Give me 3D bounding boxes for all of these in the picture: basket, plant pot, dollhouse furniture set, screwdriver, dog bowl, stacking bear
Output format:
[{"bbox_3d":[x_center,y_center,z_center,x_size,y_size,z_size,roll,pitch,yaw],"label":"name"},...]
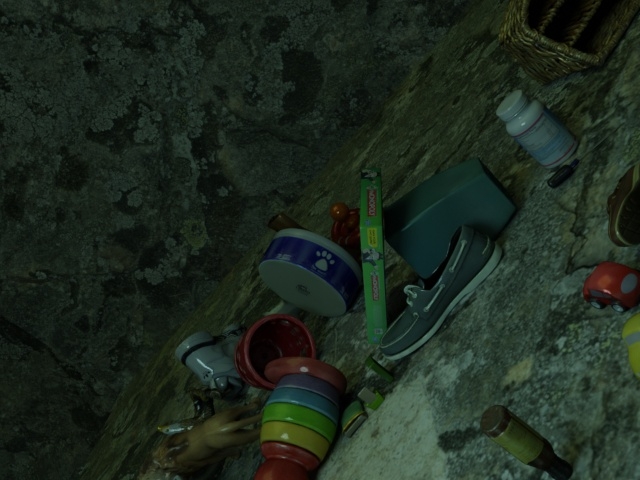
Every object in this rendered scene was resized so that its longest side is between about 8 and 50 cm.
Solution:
[{"bbox_3d":[0.589,-0.554,1.531,0.299,0.213,0.223,-54,14,-10],"label":"basket"},{"bbox_3d":[-0.129,0.296,1.683,0.191,0.191,0.174,-59,11,-27],"label":"plant pot"},{"bbox_3d":[0.074,0.308,1.285,0.151,0.058,0.076,-50,14,4],"label":"dollhouse furniture set"},{"bbox_3d":[0.497,-0.163,1.232,0.170,0.024,0.025,-46,43,12],"label":"screwdriver"},{"bbox_3d":[0.276,-0.050,1.369,0.234,0.165,0.165,-40,17,20],"label":"plant pot"},{"bbox_3d":[-0.027,0.089,1.726,0.265,0.265,0.104,-27,31,58],"label":"dog bowl"},{"bbox_3d":[-0.053,0.394,1.296,0.164,0.175,0.289,-44,23,53],"label":"stacking bear"}]

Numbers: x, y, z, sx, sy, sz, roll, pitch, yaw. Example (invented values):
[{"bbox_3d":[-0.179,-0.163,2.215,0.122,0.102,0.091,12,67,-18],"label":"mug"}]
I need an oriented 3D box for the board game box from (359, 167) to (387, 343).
[{"bbox_3d":[0.115,0.035,1.391,0.213,0.046,0.317,-86,-8,-52],"label":"board game box"}]

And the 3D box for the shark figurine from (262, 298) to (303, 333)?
[{"bbox_3d":[-0.119,0.254,1.955,0.278,0.116,0.166,-41,-18,6],"label":"shark figurine"}]

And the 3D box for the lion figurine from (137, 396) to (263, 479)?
[{"bbox_3d":[-0.259,0.473,1.544,0.240,0.142,0.392,0,-40,-47],"label":"lion figurine"}]

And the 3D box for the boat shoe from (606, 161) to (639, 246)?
[{"bbox_3d":[0.464,-0.049,0.977,0.178,0.064,0.060,-53,8,-35],"label":"boat shoe"}]

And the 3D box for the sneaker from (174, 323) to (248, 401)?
[{"bbox_3d":[-0.290,0.389,2.073,0.137,0.210,0.366,-46,-19,16],"label":"sneaker"}]

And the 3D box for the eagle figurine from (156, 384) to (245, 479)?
[{"bbox_3d":[-0.345,0.556,1.803,0.226,0.225,0.298,43,-133,-66],"label":"eagle figurine"}]

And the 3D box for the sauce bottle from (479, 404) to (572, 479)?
[{"bbox_3d":[0.246,0.244,0.772,0.042,0.128,0.042,-47,14,15],"label":"sauce bottle"}]

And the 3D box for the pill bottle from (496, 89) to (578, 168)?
[{"bbox_3d":[0.431,-0.224,1.304,0.087,0.160,0.087,-47,15,16],"label":"pill bottle"}]

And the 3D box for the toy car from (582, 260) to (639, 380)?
[{"bbox_3d":[0.443,0.042,0.822,0.225,0.053,0.239,-46,15,20],"label":"toy car"}]

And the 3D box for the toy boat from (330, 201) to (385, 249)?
[{"bbox_3d":[0.092,-0.057,1.952,0.151,0.151,0.231,-54,15,-13],"label":"toy boat"}]

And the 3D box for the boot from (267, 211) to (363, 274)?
[{"bbox_3d":[0.000,0.000,1.827,0.096,0.280,0.264,-54,14,-11],"label":"boot"}]

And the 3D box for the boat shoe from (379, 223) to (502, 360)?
[{"bbox_3d":[0.213,0.101,1.289,0.319,0.099,0.116,-48,15,12],"label":"boat shoe"}]

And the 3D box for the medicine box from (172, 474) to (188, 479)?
[{"bbox_3d":[-0.306,0.678,1.352,0.289,0.149,0.263,-56,15,-16],"label":"medicine box"}]
